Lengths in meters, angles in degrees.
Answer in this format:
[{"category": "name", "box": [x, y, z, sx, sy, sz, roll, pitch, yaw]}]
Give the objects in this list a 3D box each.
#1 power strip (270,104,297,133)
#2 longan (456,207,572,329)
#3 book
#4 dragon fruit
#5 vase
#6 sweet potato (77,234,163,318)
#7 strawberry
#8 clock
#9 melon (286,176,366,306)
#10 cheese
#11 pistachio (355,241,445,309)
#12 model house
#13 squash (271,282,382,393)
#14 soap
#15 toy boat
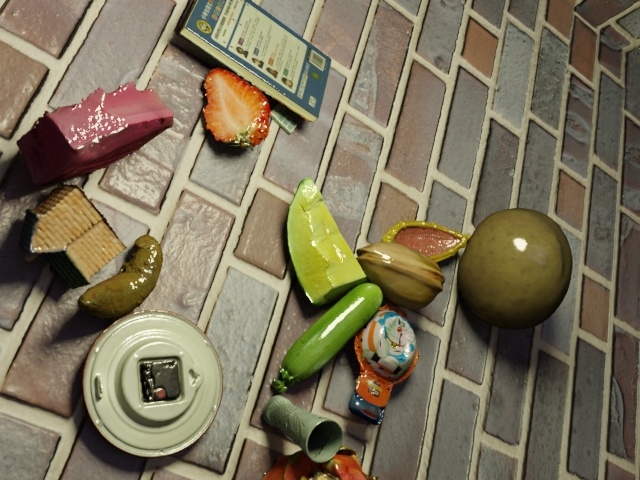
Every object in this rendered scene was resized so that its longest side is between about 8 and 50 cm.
[{"category": "power strip", "box": [-0.105, -0.337, 1.956, 0.090, 0.016, 0.040, 43, 55, -15]}, {"category": "longan", "box": [0.572, 0.083, 2.066, 0.361, 0.361, 0.360, 12, 67, -31]}, {"category": "book", "box": [-0.161, -0.534, 1.933, 0.428, 0.039, 0.300, 31, 44, -21]}, {"category": "dragon fruit", "box": [0.018, 0.607, 1.574, 0.306, 0.226, 0.305, 14, 63, -31]}, {"category": "vase", "box": [-0.049, 0.418, 1.592, 0.096, 0.219, 0.096, -5, 99, -33]}, {"category": "sweet potato", "box": [-0.423, 0.095, 1.523, 0.310, 0.098, 0.124, -53, 146, -53]}, {"category": "strawberry", "box": [-0.213, -0.329, 1.833, 0.175, 0.106, 0.235, -2, 67, 5]}, {"category": "clock", "box": [-0.355, 0.305, 1.515, 0.319, 0.080, 0.318, 12, 67, -30]}, {"category": "melon", "box": [0.000, 0.000, 1.841, 0.196, 0.124, 0.323, -14, 79, -44]}, {"category": "cheese", "box": [0.159, 0.315, 1.834, 0.217, 0.129, 0.329, 34, 58, -19]}, {"category": "pistachio", "box": [0.203, 0.087, 1.902, 0.261, 0.213, 0.162, 28, 67, -12]}, {"category": "model house", "box": [-0.535, 0.000, 1.465, 0.172, 0.166, 0.183, -46, 116, -22]}, {"category": "squash", "box": [0.021, 0.237, 1.757, 0.379, 0.101, 0.101, -41, 99, -20]}, {"category": "soap", "box": [-0.478, -0.239, 1.534, 0.127, 0.220, 0.325, 60, 28, -7]}, {"category": "toy boat", "box": [0.296, 0.005, 2.062, 0.318, 0.099, 0.140, -3, 72, -32]}]
